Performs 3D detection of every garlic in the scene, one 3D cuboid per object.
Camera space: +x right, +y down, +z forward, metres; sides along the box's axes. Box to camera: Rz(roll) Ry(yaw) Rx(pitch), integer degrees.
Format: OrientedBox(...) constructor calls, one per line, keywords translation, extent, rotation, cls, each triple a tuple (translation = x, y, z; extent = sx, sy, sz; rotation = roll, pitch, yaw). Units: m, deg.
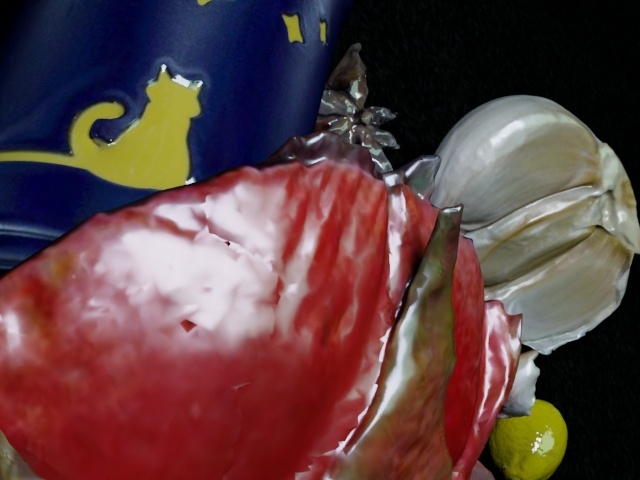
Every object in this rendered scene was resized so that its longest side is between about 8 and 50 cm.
OrientedBox(translation=(0.160, -0.025, 0.865), extent=(0.143, 0.178, 0.229), rotation=(-115, 180, -53), cls="garlic")

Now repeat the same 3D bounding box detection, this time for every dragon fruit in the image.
OrientedBox(translation=(-0.036, 0.097, 0.393), extent=(0.343, 0.100, 0.282), rotation=(-1, 118, -36), cls="dragon fruit")

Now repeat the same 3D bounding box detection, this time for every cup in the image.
OrientedBox(translation=(-0.129, -0.059, 0.513), extent=(0.178, 0.255, 0.256), rotation=(86, 14, -54), cls="cup")

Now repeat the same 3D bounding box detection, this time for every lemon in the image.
OrientedBox(translation=(0.170, 0.162, 0.839), extent=(0.065, 0.065, 0.092), rotation=(55, 38, -19), cls="lemon")

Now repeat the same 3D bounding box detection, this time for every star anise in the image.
OrientedBox(translation=(0.025, -0.075, 0.764), extent=(0.124, 0.056, 0.129), rotation=(-33, 97, -42), cls="star anise")

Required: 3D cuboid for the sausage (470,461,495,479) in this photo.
OrientedBox(translation=(0.091, 0.182, 0.730), extent=(0.094, 0.054, 0.059), rotation=(22, 56, -46), cls="sausage")
